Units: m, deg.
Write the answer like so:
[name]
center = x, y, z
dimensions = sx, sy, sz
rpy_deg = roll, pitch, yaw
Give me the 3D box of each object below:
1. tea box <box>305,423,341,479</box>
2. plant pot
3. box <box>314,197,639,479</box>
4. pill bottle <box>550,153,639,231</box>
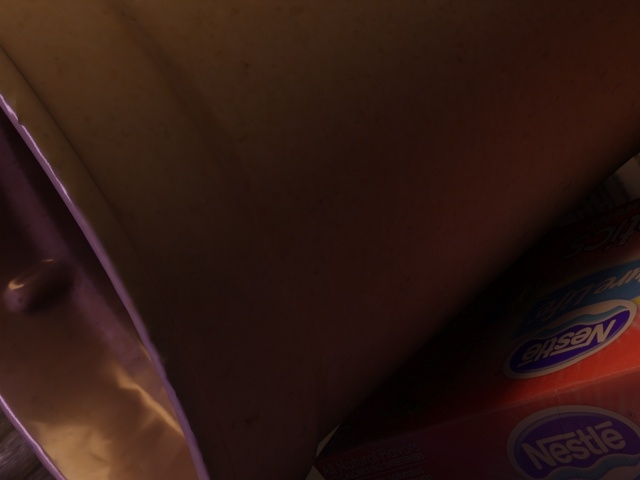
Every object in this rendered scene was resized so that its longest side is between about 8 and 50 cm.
[tea box]
center = 0.005, -0.043, 1.201
dimensions = 0.329, 0.323, 0.220
rpy_deg = -40, 15, -9
[plant pot]
center = -0.019, -0.066, 0.861
dimensions = 0.305, 0.334, 0.334
rpy_deg = -33, 12, -20
[box]
center = 0.162, 0.071, 0.840
dimensions = 0.300, 0.142, 0.154
rpy_deg = -22, 23, 48
[pill bottle]
center = 0.225, -0.049, 1.016
dimensions = 0.283, 0.160, 0.160
rpy_deg = -35, 15, 16
